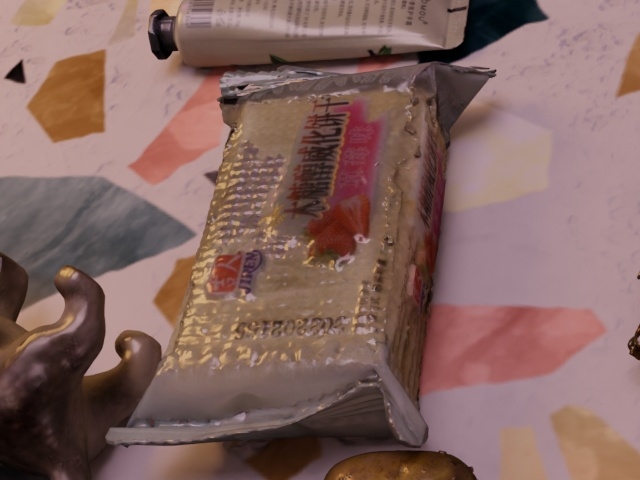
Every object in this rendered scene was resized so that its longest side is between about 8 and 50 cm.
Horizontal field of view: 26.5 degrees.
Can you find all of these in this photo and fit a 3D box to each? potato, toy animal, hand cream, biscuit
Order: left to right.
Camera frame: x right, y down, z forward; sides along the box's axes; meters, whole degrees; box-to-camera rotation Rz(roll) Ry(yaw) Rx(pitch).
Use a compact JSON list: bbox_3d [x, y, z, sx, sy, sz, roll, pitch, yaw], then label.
[{"bbox_3d":[-0.212,0.075,0.787,0.233,0.121,0.169,11,69,18],"label":"toy animal"},{"bbox_3d":[-0.009,-0.157,0.979,0.234,0.050,0.080,-2,47,14],"label":"hand cream"},{"bbox_3d":[-0.005,0.000,0.798,0.186,0.079,0.309,-2,49,18],"label":"biscuit"},{"bbox_3d":[0.040,0.129,0.681,0.083,0.040,0.051,-1,35,19],"label":"potato"}]

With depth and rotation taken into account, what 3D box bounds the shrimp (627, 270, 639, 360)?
[{"bbox_3d":[0.238,-0.034,0.748,0.145,0.061,0.267,15,58,43],"label":"shrimp"}]
